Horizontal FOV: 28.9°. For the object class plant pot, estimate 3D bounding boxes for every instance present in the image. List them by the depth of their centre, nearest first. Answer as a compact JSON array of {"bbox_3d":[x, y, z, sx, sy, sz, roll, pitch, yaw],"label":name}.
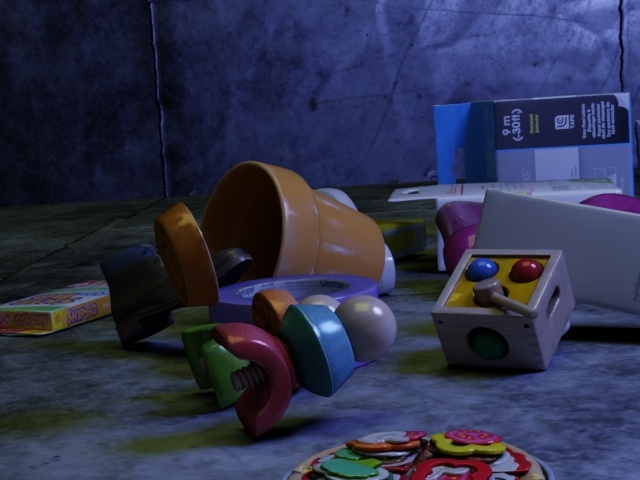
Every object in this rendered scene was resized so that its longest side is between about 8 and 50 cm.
[{"bbox_3d":[-0.027,0.015,1.590,0.188,0.205,0.205,10,-2,-35],"label":"plant pot"}]

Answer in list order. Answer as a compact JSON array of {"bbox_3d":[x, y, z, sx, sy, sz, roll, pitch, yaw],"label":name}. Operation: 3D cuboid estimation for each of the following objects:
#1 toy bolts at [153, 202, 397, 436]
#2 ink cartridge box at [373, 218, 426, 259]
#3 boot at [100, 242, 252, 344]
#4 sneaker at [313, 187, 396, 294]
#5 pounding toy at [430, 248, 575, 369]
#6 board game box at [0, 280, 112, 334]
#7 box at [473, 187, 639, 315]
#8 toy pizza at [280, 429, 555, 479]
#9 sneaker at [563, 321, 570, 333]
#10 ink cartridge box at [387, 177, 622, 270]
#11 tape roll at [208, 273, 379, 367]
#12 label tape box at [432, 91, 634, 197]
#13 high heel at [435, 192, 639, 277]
[{"bbox_3d":[-0.036,0.059,1.145,0.158,0.218,0.228,-20,19,-17],"label":"toy bolts"},{"bbox_3d":[-0.030,0.011,2.061,0.303,0.072,0.307,2,7,33],"label":"ink cartridge box"},{"bbox_3d":[-0.178,0.034,1.454,0.219,0.106,0.082,-31,-12,31],"label":"boot"},{"bbox_3d":[0.000,0.000,1.815,0.123,0.106,0.290,-11,23,-17],"label":"sneaker"},{"bbox_3d":[0.188,0.066,1.260,0.130,0.100,0.141,0,36,31],"label":"pounding toy"},{"bbox_3d":[-0.353,0.092,1.730,0.124,0.039,0.259,-1,10,28],"label":"board game box"},{"bbox_3d":[0.314,0.020,1.387,0.275,0.113,0.094,14,2,28],"label":"box"},{"bbox_3d":[0.068,0.166,0.901,0.201,0.032,0.201,-4,7,1],"label":"toy pizza"},{"bbox_3d":[0.226,0.085,1.398,0.059,0.053,0.144,-4,13,-19],"label":"sneaker"},{"bbox_3d":[0.288,-0.027,1.961,0.353,0.119,0.207,-2,8,8],"label":"ink cartridge box"},{"bbox_3d":[-0.028,0.091,1.366,0.189,0.080,0.189,-4,8,1],"label":"tape roll"},{"bbox_3d":[0.374,-0.127,2.190,0.347,0.249,0.115,-2,7,10],"label":"label tape box"},{"bbox_3d":[0.350,0.028,1.730,0.377,0.127,0.181,-1,35,-9],"label":"high heel"}]
